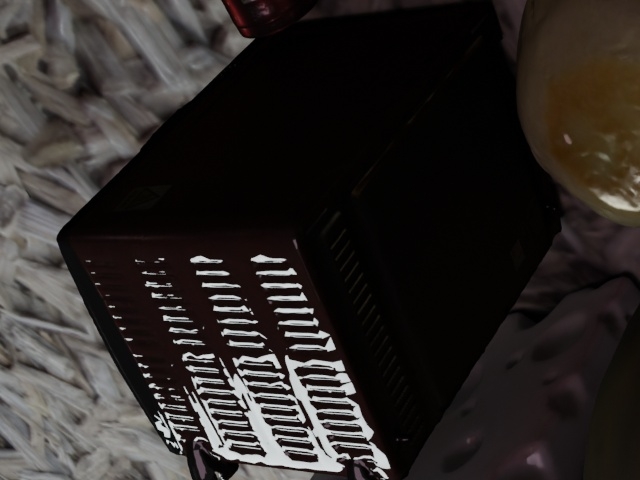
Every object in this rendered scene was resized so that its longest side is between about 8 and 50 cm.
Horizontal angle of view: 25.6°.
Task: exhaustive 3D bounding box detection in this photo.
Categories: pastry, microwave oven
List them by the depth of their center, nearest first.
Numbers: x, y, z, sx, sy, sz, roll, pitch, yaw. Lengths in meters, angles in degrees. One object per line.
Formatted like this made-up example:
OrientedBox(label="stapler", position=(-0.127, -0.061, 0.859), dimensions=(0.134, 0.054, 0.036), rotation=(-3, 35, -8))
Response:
OrientedBox(label="pastry", position=(0.169, -0.079, 0.730), dimensions=(0.156, 0.092, 0.156), rotation=(21, 133, 25))
OrientedBox(label="microwave oven", position=(0.000, -0.001, 0.811), dimensions=(0.188, 0.247, 0.178), rotation=(-3, 124, 37))

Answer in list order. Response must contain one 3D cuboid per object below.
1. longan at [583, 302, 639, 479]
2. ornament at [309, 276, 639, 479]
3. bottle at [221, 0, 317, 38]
OrientedBox(label="longan", position=(0.320, 0.127, 0.640), dimensions=(0.404, 0.336, 0.405), rotation=(1, 93, 27))
OrientedBox(label="ornament", position=(0.141, 0.211, 0.917), dimensions=(0.239, 0.240, 0.239), rotation=(48, 140, -14))
OrientedBox(label="bottle", position=(-0.061, -0.199, 0.807), dimensions=(0.060, 0.060, 0.164), rotation=(-7, 124, 40))
